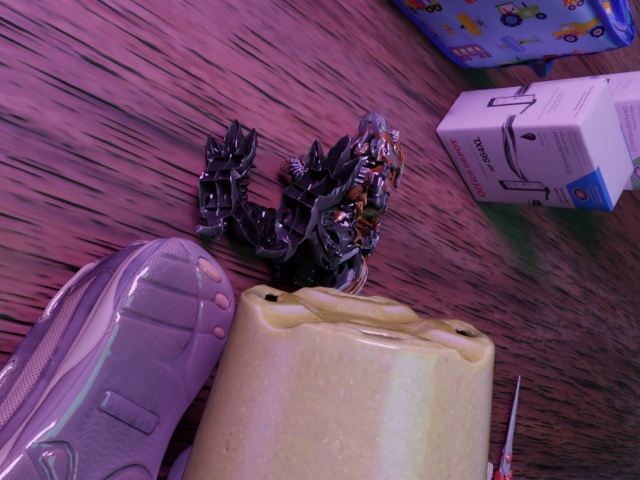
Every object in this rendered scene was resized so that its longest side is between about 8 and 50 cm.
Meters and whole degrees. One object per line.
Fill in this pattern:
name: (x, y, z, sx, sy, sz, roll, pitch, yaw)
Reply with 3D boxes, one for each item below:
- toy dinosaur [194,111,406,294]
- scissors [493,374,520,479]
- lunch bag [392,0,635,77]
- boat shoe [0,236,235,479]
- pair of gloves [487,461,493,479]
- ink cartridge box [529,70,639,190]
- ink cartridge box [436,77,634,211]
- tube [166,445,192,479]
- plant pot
toy dinosaur: (0.000, 0.000, 0.581, 0.218, 0.164, 0.321, 52, 38, -51)
scissors: (0.297, 0.374, 0.959, 0.109, 0.021, 0.297, -5, 99, -40)
lunch bag: (0.211, -0.295, 0.682, 0.293, 0.221, 0.138, 42, 67, -36)
boat shoe: (-0.194, 0.152, 0.426, 0.132, 0.130, 0.355, 53, 55, -36)
pair of gloves: (0.258, 0.456, 0.901, 0.240, 0.042, 0.204, 38, 72, -31)
ink cartridge box: (0.414, -0.161, 0.886, 0.093, 0.212, 0.154, -43, 121, -27)
ink cartridge box: (0.277, -0.121, 0.773, 0.086, 0.203, 0.148, -54, 125, -22)
tube: (-0.058, 0.281, 0.611, 0.240, 0.070, 0.062, 46, 27, -40)
plant pot: (0.010, 0.171, 0.422, 0.276, 0.276, 0.253, 8, 93, -42)
